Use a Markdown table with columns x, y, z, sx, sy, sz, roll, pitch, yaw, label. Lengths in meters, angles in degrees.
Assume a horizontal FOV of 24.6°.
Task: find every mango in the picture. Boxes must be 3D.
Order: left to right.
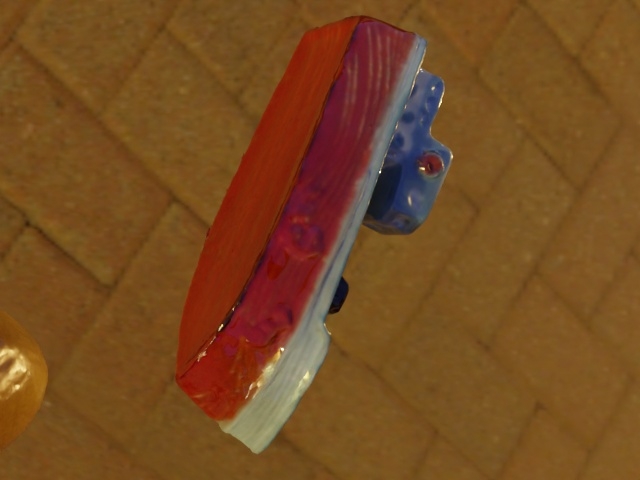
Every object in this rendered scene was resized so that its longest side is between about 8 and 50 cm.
| x | y | z | sx | sy | sz | roll | pitch | yaw | label |
| --- | --- | --- | --- | --- | --- | --- | --- | --- | --- |
| -0.313 | 0.132 | 1.214 | 0.227 | 0.109 | 0.147 | -23 | 137 | -62 | mango |

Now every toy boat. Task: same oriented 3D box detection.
| x | y | z | sx | sy | sz | roll | pitch | yaw | label |
| --- | --- | --- | --- | --- | --- | --- | --- | --- | --- |
| 0.000 | 0.000 | 1.117 | 0.133 | 0.145 | 0.332 | 29 | 78 | -24 | toy boat |
